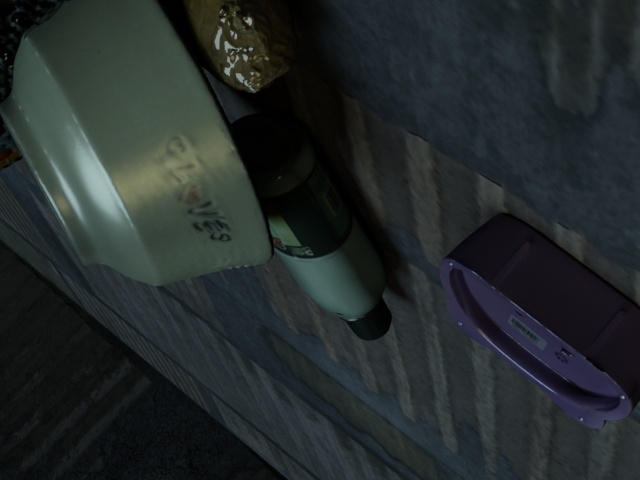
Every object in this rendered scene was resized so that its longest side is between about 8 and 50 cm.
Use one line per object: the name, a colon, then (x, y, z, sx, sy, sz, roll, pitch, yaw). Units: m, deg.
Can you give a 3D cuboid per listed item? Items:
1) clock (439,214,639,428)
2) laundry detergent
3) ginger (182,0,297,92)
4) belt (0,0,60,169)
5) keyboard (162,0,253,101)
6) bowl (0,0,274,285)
clock: (0.151, 0.054, 0.831, 0.152, 0.050, 0.110, 39, 163, 17)
laundry detergent: (0.000, 0.000, 1.019, 0.099, 0.070, 0.226, 26, 157, 47)
ginger: (-0.066, -0.155, 0.816, 0.165, 0.067, 0.096, 51, 174, 31)
belt: (-0.349, -0.155, 1.136, 0.207, 0.295, 0.160, 61, 171, 2)
keyboard: (-0.137, -0.183, 0.978, 0.231, 0.023, 0.072, 35, 168, 27)
bowl: (-0.138, -0.065, 0.879, 0.238, 0.126, 0.238, 58, 168, 19)
